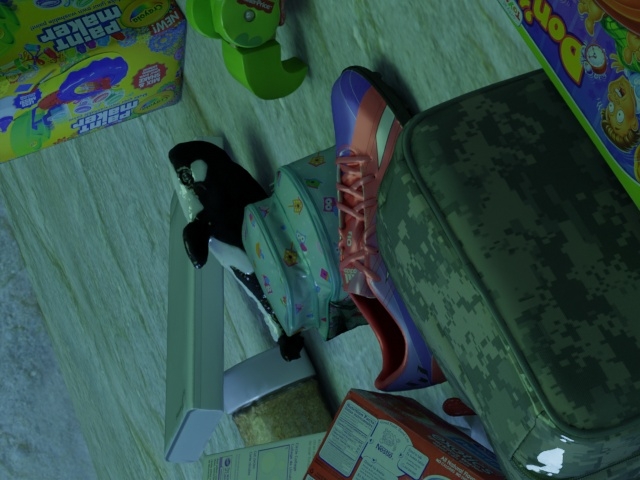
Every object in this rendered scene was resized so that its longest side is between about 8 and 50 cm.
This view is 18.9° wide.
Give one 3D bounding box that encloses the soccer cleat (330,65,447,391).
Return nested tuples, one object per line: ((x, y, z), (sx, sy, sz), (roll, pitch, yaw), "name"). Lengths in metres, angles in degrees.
((0.061, -0.010, 1.847), (0.108, 0.116, 0.318), (-7, 104, 70), "soccer cleat")

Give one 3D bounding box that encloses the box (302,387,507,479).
((0.120, 0.256, 1.798), (0.257, 0.123, 0.128), (32, 100, 34), "box")

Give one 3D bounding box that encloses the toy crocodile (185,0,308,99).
((-0.087, -0.308, 1.982), (0.115, 0.105, 0.340), (23, 126, 65), "toy crocodile")

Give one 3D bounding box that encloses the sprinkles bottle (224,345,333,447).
((-0.008, 0.305, 2.345), (0.355, 0.121, 0.121), (66, 160, 8), "sprinkles bottle")

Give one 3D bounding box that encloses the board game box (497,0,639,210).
((0.211, -0.194, 1.318), (0.347, 0.078, 0.233), (59, 159, 24), "board game box")

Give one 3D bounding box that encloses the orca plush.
((-0.072, 0.002, 2.244), (0.102, 0.151, 0.287), (-25, 82, 39), "orca plush")

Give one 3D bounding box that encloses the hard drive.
((-0.158, 0.077, 2.404), (0.233, 0.047, 0.353), (118, 153, -65), "hard drive")

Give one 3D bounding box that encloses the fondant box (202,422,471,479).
((0.008, 0.328, 2.030), (0.330, 0.096, 0.238), (-17, 63, 45), "fondant box")

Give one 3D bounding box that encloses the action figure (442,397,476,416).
((0.174, 0.175, 1.705), (0.280, 0.139, 0.091), (34, 112, 54), "action figure")

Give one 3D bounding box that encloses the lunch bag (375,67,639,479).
((0.174, 0.049, 1.466), (0.305, 0.213, 0.256), (61, 159, 22), "lunch bag")

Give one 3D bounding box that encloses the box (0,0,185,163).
((-0.362, -0.279, 2.430), (0.279, 0.290, 0.177), (58, 157, 26), "box")

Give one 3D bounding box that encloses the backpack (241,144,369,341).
((0.000, 0.000, 1.988), (0.188, 0.144, 0.166), (109, 142, -57), "backpack")
